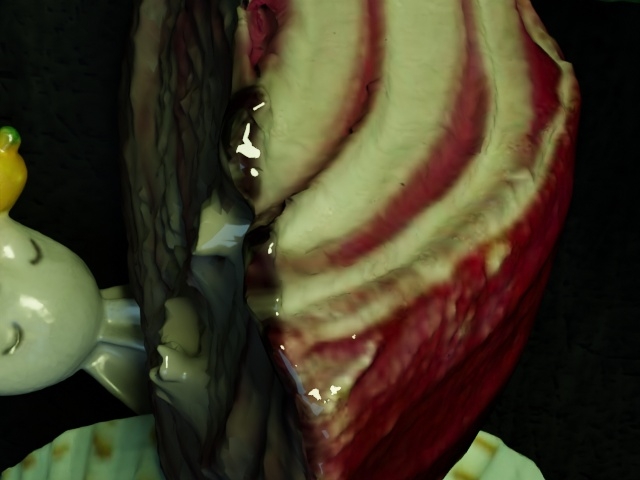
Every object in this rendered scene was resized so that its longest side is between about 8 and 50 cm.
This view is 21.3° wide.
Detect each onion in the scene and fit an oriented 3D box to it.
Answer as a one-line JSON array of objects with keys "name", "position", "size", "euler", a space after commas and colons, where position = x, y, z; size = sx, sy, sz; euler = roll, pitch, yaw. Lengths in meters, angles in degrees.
[{"name": "onion", "position": [0.000, 0.000, 0.626], "size": [0.146, 0.314, 0.280], "euler": [-5, 145, -14]}]

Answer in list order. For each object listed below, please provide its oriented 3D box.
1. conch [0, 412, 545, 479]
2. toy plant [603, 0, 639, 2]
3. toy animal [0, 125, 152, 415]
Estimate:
[{"name": "conch", "position": [-0.015, 0.203, 0.827], "size": [0.319, 0.215, 0.303], "euler": [-12, 149, 19]}, {"name": "toy plant", "position": [0.240, -0.137, 0.526], "size": [0.317, 0.211, 0.356], "euler": [17, 145, -14]}, {"name": "toy animal", "position": [-0.134, 0.026, 0.792], "size": [0.181, 0.131, 0.127], "euler": [-6, 165, 19]}]
